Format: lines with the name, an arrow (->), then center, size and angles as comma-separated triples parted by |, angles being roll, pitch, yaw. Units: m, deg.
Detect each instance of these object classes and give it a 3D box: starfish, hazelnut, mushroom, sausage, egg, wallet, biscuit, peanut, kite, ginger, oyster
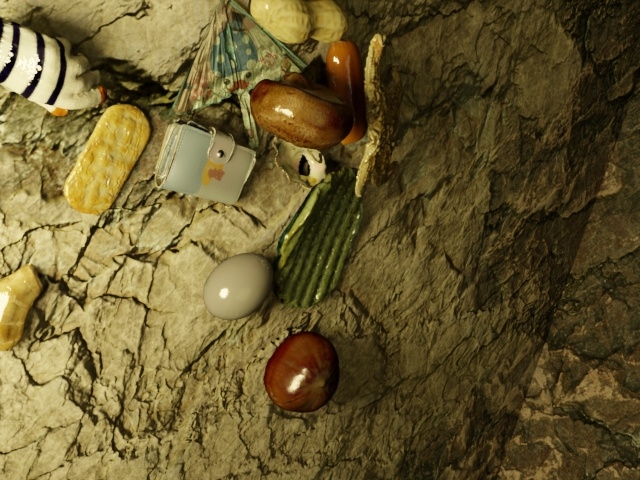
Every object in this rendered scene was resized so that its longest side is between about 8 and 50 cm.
starfish -> 0.171, -0.328, 1.678 | 0.324, 0.082, 0.432 | -39, 137, -61
hazelnut -> -0.042, 0.368, 1.751 | 0.229, 0.229, 0.229 | -17, 117, -37
mushroom -> -0.042, -0.299, 1.455 | 0.253, 0.253, 0.153 | -3, 122, -42
sausage -> 0.067, -0.384, 1.634 | 0.105, 0.105, 0.274 | -27, 124, -33
egg -> -0.199, 0.111, 1.549 | 0.198, 0.146, 0.146 | -39, 129, -34
wallet -> -0.262, -0.175, 1.438 | 0.231, 0.069, 0.170 | 15, 100, -51
biscuit -> -0.438, -0.168, 1.303 | 0.118, 0.029, 0.247 | 31, 84, -45
peanut -> -0.038, -0.520, 1.469 | 0.274, 0.111, 0.125 | -9, 77, -38
kite -> -0.191, -0.382, 1.460 | 0.406, 0.014, 0.368 | -29, 125, -33
ginger -> -0.608, 0.133, 1.237 | 0.095, 0.069, 0.190 | 11, 98, -66
oyster -> -0.058, -0.204, 1.613 | 0.209, 0.072, 0.133 | 21, 77, -43

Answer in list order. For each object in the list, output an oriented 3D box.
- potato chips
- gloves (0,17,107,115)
potato chips -> 0.000, 0.000, 1.705 | 0.358, 0.070, 0.429 | 4, 112, -60
gloves -> -0.487, -0.303, 1.141 | 0.218, 0.131, 0.140 | 22, 93, -36
